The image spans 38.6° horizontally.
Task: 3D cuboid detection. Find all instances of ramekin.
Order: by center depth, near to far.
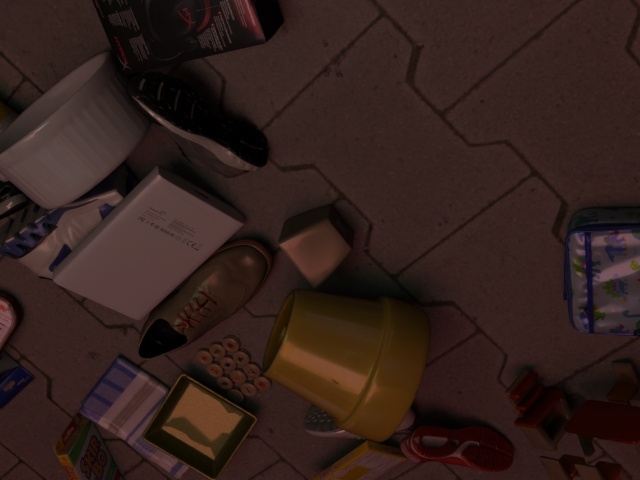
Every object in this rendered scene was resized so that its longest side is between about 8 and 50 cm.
[{"bbox_3d":[-0.416,-0.179,1.540,0.277,0.277,0.135,-27,117,28],"label":"ramekin"}]

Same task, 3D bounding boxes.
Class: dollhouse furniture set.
[{"bbox_3d":[0.463,0.310,1.601,0.259,0.262,0.135,-4,122,54],"label":"dollhouse furniture set"}]

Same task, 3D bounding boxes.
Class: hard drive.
[{"bbox_3d":[-0.316,0.013,1.683,0.307,0.040,0.203,-41,131,22],"label":"hard drive"}]

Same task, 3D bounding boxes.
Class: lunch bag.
[{"bbox_3d":[0.494,0.055,1.524,0.176,0.090,0.218,1,119,19],"label":"lunch bag"}]

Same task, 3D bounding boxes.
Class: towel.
[{"bbox_3d":[-0.375,0.394,2.008,0.285,0.034,0.209,37,122,-7],"label":"towel"}]

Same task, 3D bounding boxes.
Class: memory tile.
[{"bbox_3d":[-0.180,0.268,1.888,0.113,0.012,0.148,-27,110,28],"label":"memory tile"}]

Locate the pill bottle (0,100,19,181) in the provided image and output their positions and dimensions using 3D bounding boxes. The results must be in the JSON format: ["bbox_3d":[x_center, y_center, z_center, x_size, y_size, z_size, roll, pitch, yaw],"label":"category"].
[{"bbox_3d":[-0.587,-0.183,1.672,0.208,0.119,0.119,38,123,-8],"label":"pill bottle"}]

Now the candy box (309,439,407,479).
[{"bbox_3d":[0.074,0.479,1.901,0.105,0.027,0.206,20,133,-33],"label":"candy box"}]

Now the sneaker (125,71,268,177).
[{"bbox_3d":[-0.219,-0.182,1.543,0.272,0.100,0.108,33,137,-32],"label":"sneaker"}]

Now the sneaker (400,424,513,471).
[{"bbox_3d":[0.264,0.413,1.824,0.221,0.087,0.128,17,160,-14],"label":"sneaker"}]

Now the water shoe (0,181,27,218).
[{"bbox_3d":[-0.665,-0.073,1.802,0.203,0.073,0.080,-19,91,21],"label":"water shoe"}]

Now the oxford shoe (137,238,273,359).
[{"bbox_3d":[-0.222,0.127,1.744,0.123,0.130,0.348,42,122,-11],"label":"oxford shoe"}]

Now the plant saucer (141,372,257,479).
[{"bbox_3d":[-0.253,0.388,1.935,0.188,0.045,0.188,32,108,-4],"label":"plant saucer"}]

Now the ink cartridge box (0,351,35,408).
[{"bbox_3d":[-0.814,0.254,2.034,0.333,0.065,0.165,42,121,-12],"label":"ink cartridge box"}]

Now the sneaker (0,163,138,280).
[{"bbox_3d":[-0.452,-0.013,1.746,0.316,0.127,0.182,-26,125,20],"label":"sneaker"}]

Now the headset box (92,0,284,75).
[{"bbox_3d":[-0.206,-0.402,1.435,0.293,0.110,0.218,-9,118,21],"label":"headset box"}]

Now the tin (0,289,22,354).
[{"bbox_3d":[-0.712,0.193,1.944,0.106,0.040,0.189,31,102,-13],"label":"tin"}]

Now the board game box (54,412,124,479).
[{"bbox_3d":[-0.515,0.524,2.071,0.039,0.124,0.259,-12,116,21],"label":"board game box"}]

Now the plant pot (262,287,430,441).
[{"bbox_3d":[0.035,0.201,1.619,0.239,0.254,0.254,20,124,-10],"label":"plant pot"}]

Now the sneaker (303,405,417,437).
[{"bbox_3d":[0.076,0.367,1.836,0.235,0.090,0.094,-13,131,26],"label":"sneaker"}]

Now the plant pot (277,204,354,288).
[{"bbox_3d":[0.000,0.000,1.627,0.096,0.109,0.109,-34,106,17],"label":"plant pot"}]
